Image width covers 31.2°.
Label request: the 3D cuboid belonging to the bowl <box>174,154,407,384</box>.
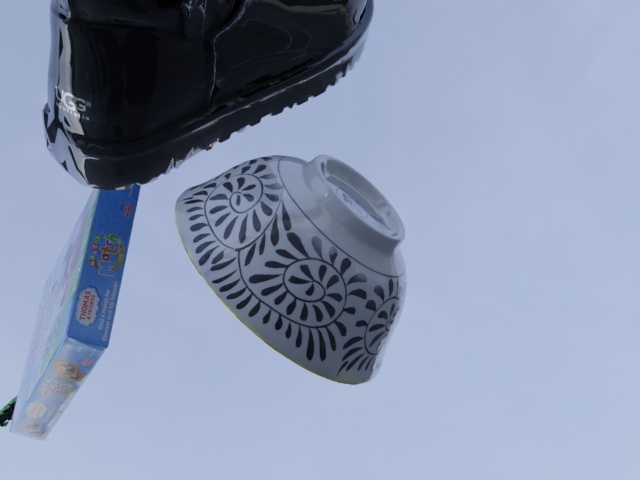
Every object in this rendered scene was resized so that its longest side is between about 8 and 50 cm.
[{"bbox_3d":[0.000,0.000,0.713,0.170,0.170,0.080,22,-61,-43],"label":"bowl"}]

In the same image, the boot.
[{"bbox_3d":[-0.058,-0.297,0.808,0.367,0.146,0.445,-45,-29,-42],"label":"boot"}]

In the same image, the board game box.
[{"bbox_3d":[-0.212,0.060,0.985,0.039,0.160,0.211,17,-36,-17],"label":"board game box"}]

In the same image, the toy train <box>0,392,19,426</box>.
[{"bbox_3d":[-0.326,0.181,1.163,0.017,0.024,0.083,61,-149,-12],"label":"toy train"}]
